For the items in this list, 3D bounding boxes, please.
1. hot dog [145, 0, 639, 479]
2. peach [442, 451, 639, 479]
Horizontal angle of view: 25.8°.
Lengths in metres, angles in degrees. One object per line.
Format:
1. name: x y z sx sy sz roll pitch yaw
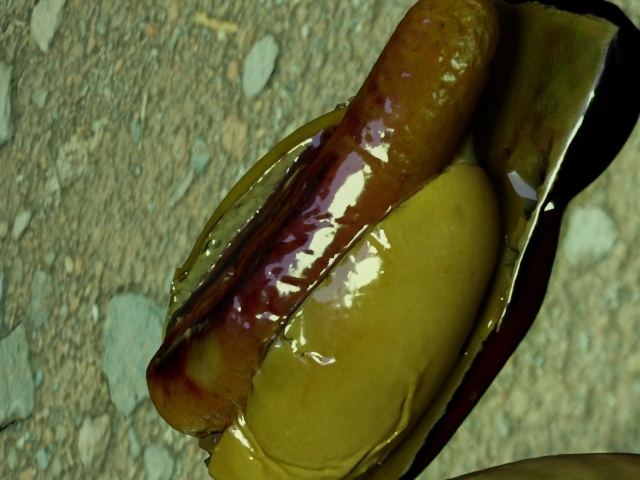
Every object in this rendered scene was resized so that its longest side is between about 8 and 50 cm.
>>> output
1. hot dog: 0.002 0.005 0.684 0.194 0.107 0.326 39 110 47
2. peach: 0.071 0.210 0.460 0.292 0.247 0.292 -30 32 22
